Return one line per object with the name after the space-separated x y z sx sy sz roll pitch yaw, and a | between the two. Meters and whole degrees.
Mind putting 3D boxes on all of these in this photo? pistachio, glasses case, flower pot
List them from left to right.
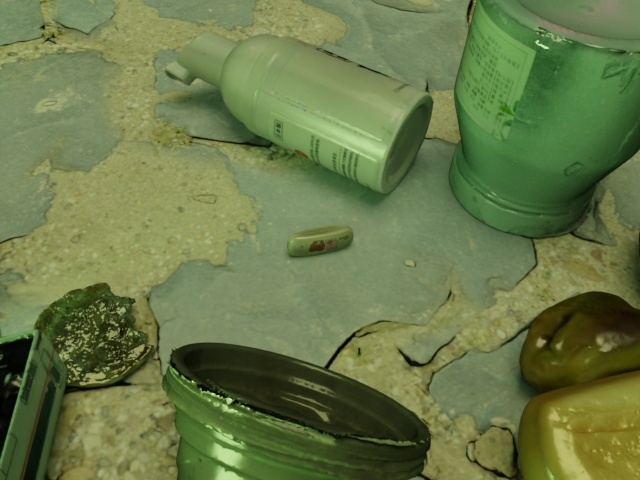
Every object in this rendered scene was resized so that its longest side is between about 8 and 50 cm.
-0.032 0.182 0.575 0.236 0.235 0.140 15 90 8 | flower pot
0.000 0.000 0.844 0.083 0.032 0.021 -10 45 -14 | glasses case
0.299 0.104 0.735 0.190 0.100 0.110 -6 46 -10 | pistachio

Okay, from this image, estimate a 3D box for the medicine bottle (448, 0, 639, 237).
0.285 -0.168 0.854 0.245 0.289 0.245 3 46 -3 | medicine bottle

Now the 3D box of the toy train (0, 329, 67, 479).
-0.268 0.240 0.510 0.087 0.088 0.407 -13 37 2 | toy train

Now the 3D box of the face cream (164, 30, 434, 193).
-0.043 -0.203 0.947 0.370 0.145 0.145 28 51 17 | face cream

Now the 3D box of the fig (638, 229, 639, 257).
0.466 -0.027 0.751 0.233 0.314 0.233 -15 49 18 | fig

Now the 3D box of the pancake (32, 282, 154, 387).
-0.246 0.100 0.736 0.116 0.022 0.129 -20 53 -19 | pancake

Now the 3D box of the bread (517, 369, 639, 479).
0.290 0.199 0.646 0.217 0.098 0.147 -5 61 -12 | bread
